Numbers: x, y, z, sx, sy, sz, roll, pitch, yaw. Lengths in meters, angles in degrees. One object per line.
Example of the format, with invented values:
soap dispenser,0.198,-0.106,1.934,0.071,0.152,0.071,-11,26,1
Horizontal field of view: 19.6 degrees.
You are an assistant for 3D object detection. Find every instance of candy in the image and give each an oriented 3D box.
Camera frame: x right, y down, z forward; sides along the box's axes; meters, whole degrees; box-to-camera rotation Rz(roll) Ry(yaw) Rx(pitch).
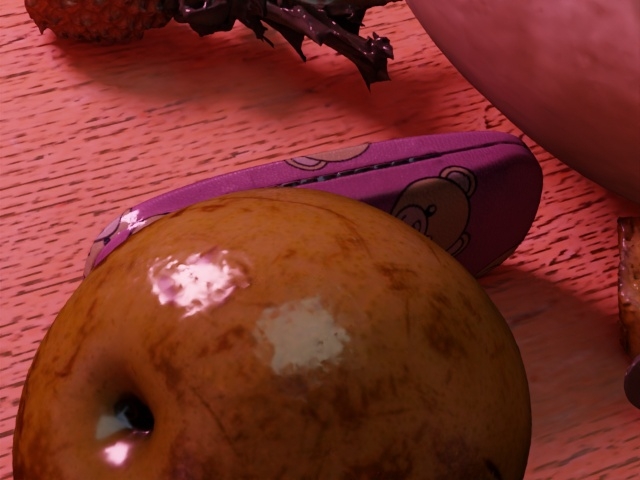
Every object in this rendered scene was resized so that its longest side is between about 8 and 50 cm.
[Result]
candy,0.199,-0.144,1.243,0.427,0.386,0.186,41,92,23

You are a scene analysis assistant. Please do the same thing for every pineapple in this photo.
pineapple,-0.076,-0.188,1.359,0.277,0.130,0.119,10,58,-4

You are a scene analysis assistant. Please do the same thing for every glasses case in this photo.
glasses case,0.000,0.000,1.193,0.316,0.123,0.076,-12,51,-23

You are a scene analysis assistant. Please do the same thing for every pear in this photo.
pear,-0.020,0.107,0.994,0.284,0.283,0.283,6,46,-6

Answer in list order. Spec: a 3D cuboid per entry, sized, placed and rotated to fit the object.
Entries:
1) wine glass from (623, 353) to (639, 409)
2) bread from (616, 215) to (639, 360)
wine glass,0.240,0.156,1.123,0.079,0.079,0.195,3,45,-9
bread,0.272,0.055,1.240,0.187,0.065,0.103,23,48,9
